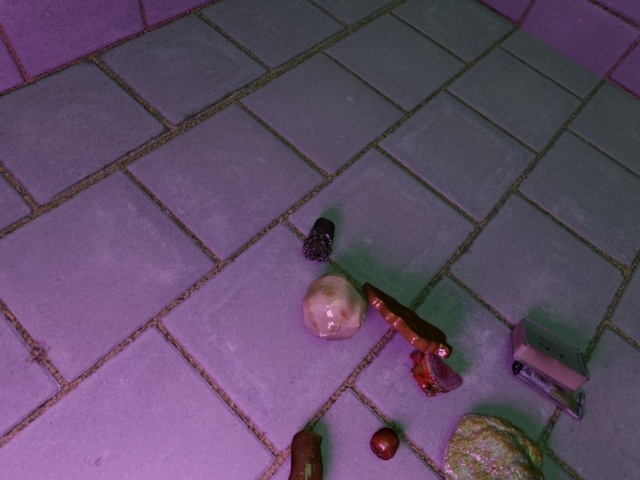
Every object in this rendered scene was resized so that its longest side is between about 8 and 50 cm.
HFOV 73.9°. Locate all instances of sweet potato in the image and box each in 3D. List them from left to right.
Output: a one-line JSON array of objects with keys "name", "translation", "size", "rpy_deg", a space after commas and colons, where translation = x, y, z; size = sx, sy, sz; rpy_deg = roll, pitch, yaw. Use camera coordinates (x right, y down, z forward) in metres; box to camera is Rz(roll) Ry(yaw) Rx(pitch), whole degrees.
[{"name": "sweet potato", "translation": [-0.064, 0.593, 0.990], "size": [0.112, 0.085, 0.286], "rpy_deg": [10, 65, 36]}]

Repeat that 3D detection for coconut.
[{"name": "coconut", "translation": [0.036, 0.191, 1.174], "size": [0.194, 0.194, 0.194], "rpy_deg": [4, 60, -8]}]

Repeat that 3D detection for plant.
[{"name": "plant", "translation": [0.000, 0.000, 1.331], "size": [0.094, 0.092, 0.143], "rpy_deg": [26, 53, -4]}]

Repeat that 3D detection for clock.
[{"name": "clock", "translation": [0.659, 0.327, 1.234], "size": [0.192, 0.071, 0.147], "rpy_deg": [30, 29, 7]}]

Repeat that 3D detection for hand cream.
[{"name": "hand cream", "translation": [0.658, 0.420, 1.232], "size": [0.235, 0.055, 0.086], "rpy_deg": [32, 58, 2]}]

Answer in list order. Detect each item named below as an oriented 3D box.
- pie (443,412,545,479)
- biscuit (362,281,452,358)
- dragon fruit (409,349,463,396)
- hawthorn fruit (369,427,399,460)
[{"name": "pie", "translation": [0.436, 0.584, 1.065], "size": [0.257, 0.105, 0.274], "rpy_deg": [7, 59, 4]}, {"name": "biscuit", "translation": [0.231, 0.221, 1.187], "size": [0.306, 0.284, 0.043], "rpy_deg": [38, 100, 30]}, {"name": "dragon fruit", "translation": [0.301, 0.377, 1.164], "size": [0.147, 0.102, 0.096], "rpy_deg": [38, 63, 7]}, {"name": "hawthorn fruit", "translation": [0.163, 0.511, 1.076], "size": [0.077, 0.077, 0.077], "rpy_deg": [4, 60, -8]}]
